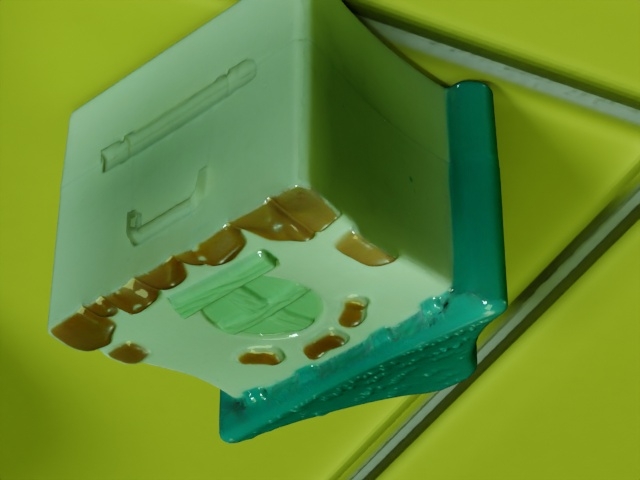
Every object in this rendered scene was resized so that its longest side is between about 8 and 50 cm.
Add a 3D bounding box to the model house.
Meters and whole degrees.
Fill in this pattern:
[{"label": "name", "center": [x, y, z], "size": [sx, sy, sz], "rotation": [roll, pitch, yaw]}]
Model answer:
[{"label": "model house", "center": [0.000, 0.000, 0.663], "size": [0.127, 0.100, 0.149], "rotation": [-29, 136, 34]}]
